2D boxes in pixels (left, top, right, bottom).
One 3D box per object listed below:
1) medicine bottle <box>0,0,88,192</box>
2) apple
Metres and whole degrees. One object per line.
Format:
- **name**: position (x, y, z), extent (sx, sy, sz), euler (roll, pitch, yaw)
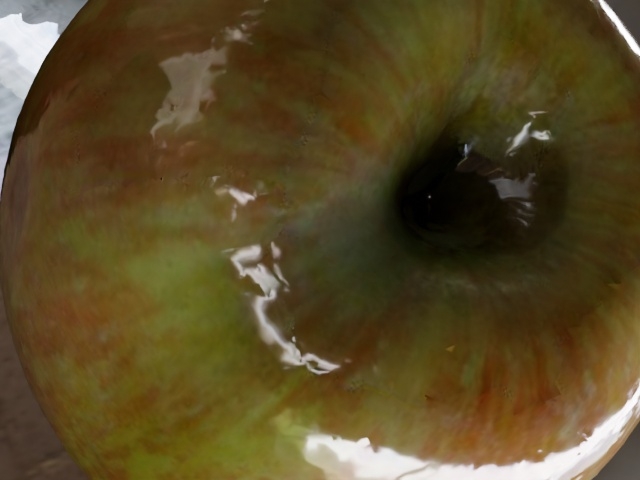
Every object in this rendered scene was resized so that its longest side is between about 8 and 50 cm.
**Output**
- **medicine bottle**: position (-0.200, -0.188, 0.826), extent (0.325, 0.256, 0.256), euler (50, 35, -53)
- **apple**: position (0.000, 0.000, 0.669), extent (0.264, 0.264, 0.264), euler (32, 49, -45)
